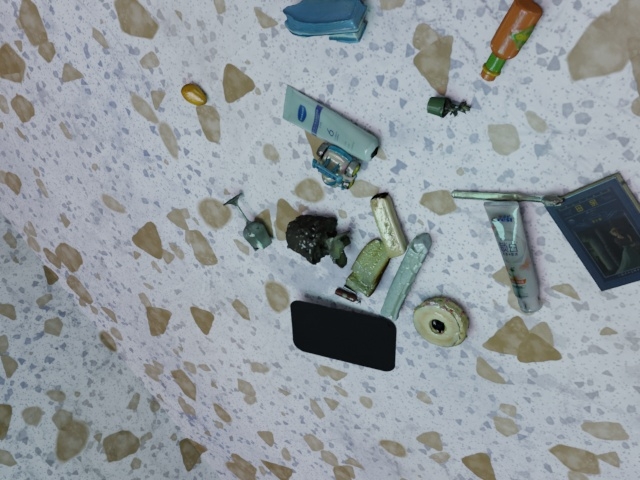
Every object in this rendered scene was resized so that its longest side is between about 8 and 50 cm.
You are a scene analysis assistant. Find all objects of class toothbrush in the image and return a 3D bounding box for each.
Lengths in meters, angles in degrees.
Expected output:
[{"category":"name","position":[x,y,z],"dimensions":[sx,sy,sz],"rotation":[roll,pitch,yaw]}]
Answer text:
[{"category":"toothbrush","position":[0.457,-0.107,1.625],"dimensions":[0.294,0.028,0.026],"rotation":[9,109,42]}]

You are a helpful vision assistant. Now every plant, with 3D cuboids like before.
[{"category":"plant","position":[0.310,-0.318,1.571],"dimensions":[0.102,0.051,0.051],"rotation":[15,129,22]},{"category":"plant","position":[0.000,0.000,1.979],"dimensions":[0.203,0.131,0.142],"rotation":[12,124,28]}]

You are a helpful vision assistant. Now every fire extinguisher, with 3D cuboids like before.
[{"category":"fire extinguisher","position":[0.096,0.173,2.114],"dimensions":[0.100,0.032,0.046],"rotation":[22,97,23]}]

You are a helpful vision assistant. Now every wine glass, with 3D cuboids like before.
[{"category":"wine glass","position":[-0.237,-0.057,2.153],"dimensions":[0.079,0.079,0.195],"rotation":[-22,105,44]}]

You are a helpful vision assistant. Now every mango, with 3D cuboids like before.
[{"category":"mango","position":[-0.387,-0.445,2.001],"dimensions":[0.089,0.046,0.060],"rotation":[30,134,10]}]

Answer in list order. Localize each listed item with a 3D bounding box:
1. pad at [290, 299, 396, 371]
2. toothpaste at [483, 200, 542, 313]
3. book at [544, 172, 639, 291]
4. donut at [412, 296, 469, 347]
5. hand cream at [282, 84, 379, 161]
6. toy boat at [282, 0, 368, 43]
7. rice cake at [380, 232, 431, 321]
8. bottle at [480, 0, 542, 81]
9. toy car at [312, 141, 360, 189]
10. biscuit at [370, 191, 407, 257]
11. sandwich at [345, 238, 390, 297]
[{"category":"pad","position":[0.084,0.336,2.243],"dimensions":[0.375,0.063,0.315],"rotation":[12,127,17]},{"category":"toothpaste","position":[0.504,0.040,1.675],"dimensions":[0.100,0.066,0.323],"rotation":[3,124,48]},{"category":"book","position":[0.680,-0.013,1.536],"dimensions":[0.191,0.025,0.269],"rotation":[-27,103,46]},{"category":"donut","position":[0.359,0.240,1.934],"dimensions":[0.175,0.068,0.174],"rotation":[18,128,25]},{"category":"hand cream","position":[0.025,-0.315,1.797],"dimensions":[0.321,0.067,0.109],"rotation":[34,137,22]},{"category":"toy boat","position":[0.009,-0.538,1.608],"dimensions":[0.238,0.109,0.098],"rotation":[12,161,30]},{"category":"rice cake","position":[0.250,0.110,1.921],"dimensions":[0.063,0.066,0.336],"rotation":[24,134,9]},{"category":"bottle","position":[0.404,-0.427,1.409],"dimensions":[0.069,0.069,0.187],"rotation":[36,138,10]},{"category":"toy car","position":[0.030,-0.186,1.826],"dimensions":[0.126,0.098,0.161],"rotation":[35,152,12]},{"category":"biscuit","position":[0.196,-0.043,1.853],"dimensions":[0.056,0.052,0.188],"rotation":[-10,110,31]},{"category":"sandwich","position":[0.140,0.101,1.978],"dimensions":[0.090,0.088,0.244],"rotation":[32,135,13]}]
